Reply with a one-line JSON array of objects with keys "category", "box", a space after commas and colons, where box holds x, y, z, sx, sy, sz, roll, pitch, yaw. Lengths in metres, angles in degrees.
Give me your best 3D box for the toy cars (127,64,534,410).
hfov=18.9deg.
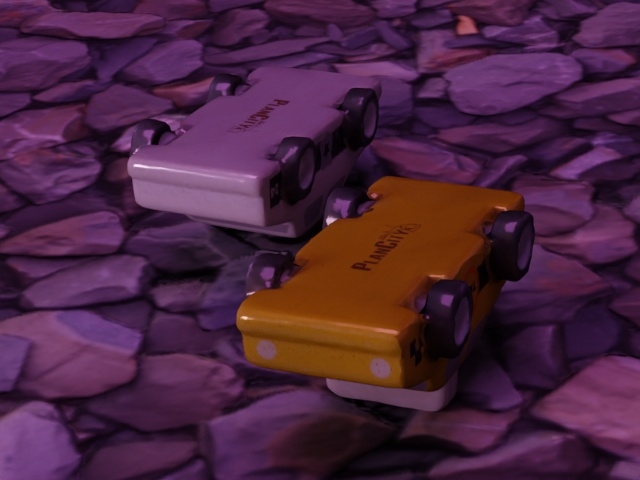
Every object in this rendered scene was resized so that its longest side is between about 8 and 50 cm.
[{"category": "toy cars", "box": [0.000, 0.000, 1.006, 0.176, 0.087, 0.394, -7, 23, -17]}]
